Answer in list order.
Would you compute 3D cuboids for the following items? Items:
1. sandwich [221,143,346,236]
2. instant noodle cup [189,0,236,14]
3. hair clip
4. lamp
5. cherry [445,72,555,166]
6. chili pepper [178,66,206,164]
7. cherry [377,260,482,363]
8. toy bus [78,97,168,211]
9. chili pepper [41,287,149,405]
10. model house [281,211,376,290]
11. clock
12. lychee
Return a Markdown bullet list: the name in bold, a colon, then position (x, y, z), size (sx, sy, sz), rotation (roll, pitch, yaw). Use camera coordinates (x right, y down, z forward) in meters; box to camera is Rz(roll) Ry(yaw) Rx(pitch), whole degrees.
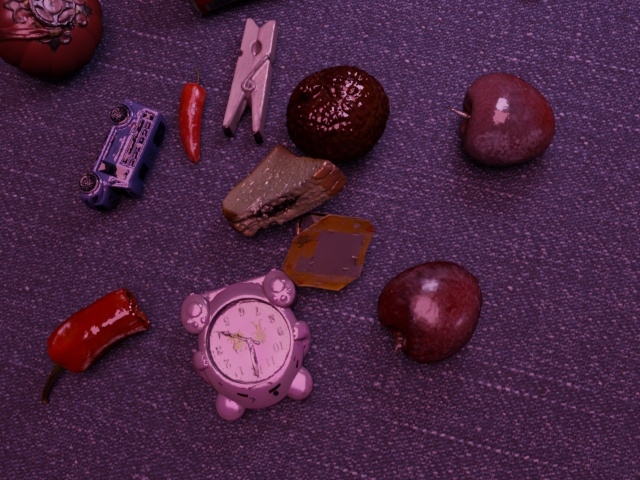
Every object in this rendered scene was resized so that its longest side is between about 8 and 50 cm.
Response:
- **sandwich**: position (-0.099, -0.107, 1.646), size (0.254, 0.288, 0.100), rotation (-47, 123, -12)
- **instant noodle cup**: position (-0.240, -0.775, 1.800), size (0.307, 0.294, 0.294), rotation (-24, 78, 4)
- **hair clip**: position (-0.182, -0.430, 1.804), size (0.101, 0.085, 0.331), rotation (6, 78, 11)
- **lamp**: position (-0.725, -0.580, 1.764), size (0.303, 0.257, 0.303), rotation (0, 90, -33)
- **cherry**: position (0.452, -0.300, 1.686), size (0.285, 0.213, 0.236), rotation (15, 88, -4)
- **chili pepper**: position (-0.345, -0.338, 1.805), size (0.071, 0.063, 0.272), rotation (0, 81, 15)
- **cherry**: position (0.267, 0.163, 1.605), size (0.300, 0.203, 0.230), rotation (-34, 77, -19)
- **toy bus**: position (-0.508, -0.208, 1.749), size (0.133, 0.125, 0.292), rotation (19, 78, 6)
- **chili pepper**: position (-0.596, 0.253, 1.654), size (0.338, 0.131, 0.135), rotation (-35, 69, -3)
- **model house**: position (0.000, 0.000, 1.670), size (0.219, 0.136, 0.208), rotation (5, 118, -23)
- **clock**: position (-0.168, 0.256, 1.645), size (0.295, 0.113, 0.322), rotation (-17, 79, -1)
- **lychee**: position (0.042, -0.312, 1.687), size (0.260, 0.260, 0.261), rotation (0, 78, 2)
